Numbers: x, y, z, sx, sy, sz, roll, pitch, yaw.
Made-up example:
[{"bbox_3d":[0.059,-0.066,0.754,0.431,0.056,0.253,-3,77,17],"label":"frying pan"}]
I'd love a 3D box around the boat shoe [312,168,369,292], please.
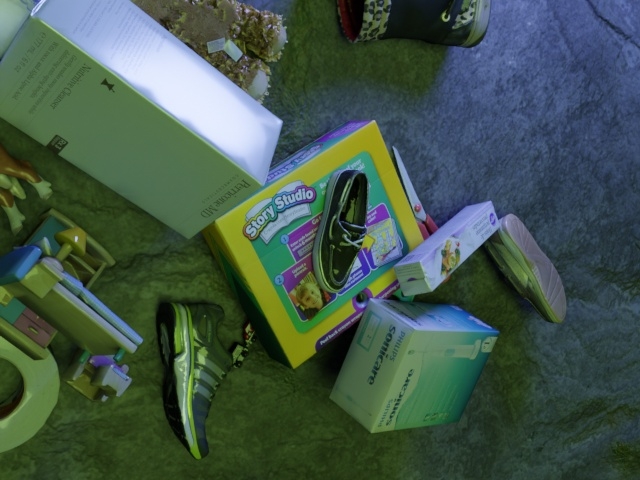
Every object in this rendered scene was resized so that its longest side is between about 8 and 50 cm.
[{"bbox_3d":[0.040,-0.015,1.240,0.077,0.070,0.220,5,93,-31],"label":"boat shoe"}]

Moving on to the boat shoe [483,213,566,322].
[{"bbox_3d":[0.446,0.068,1.574,0.285,0.092,0.103,52,45,-21],"label":"boat shoe"}]

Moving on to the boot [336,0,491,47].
[{"bbox_3d":[0.169,-0.538,1.304,0.284,0.138,0.378,-11,110,-24],"label":"boot"}]

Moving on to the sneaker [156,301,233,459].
[{"bbox_3d":[-0.213,0.250,1.284,0.121,0.111,0.300,-9,106,-28],"label":"sneaker"}]

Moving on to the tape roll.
[{"bbox_3d":[-0.533,0.226,1.141,0.219,0.072,0.219,-5,101,-24],"label":"tape roll"}]

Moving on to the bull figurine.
[{"bbox_3d":[-0.535,-0.035,1.014,0.188,0.101,0.310,41,53,-18],"label":"bull figurine"}]

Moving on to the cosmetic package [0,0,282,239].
[{"bbox_3d":[-0.274,-0.193,1.082,0.385,0.217,0.156,36,45,-23],"label":"cosmetic package"}]

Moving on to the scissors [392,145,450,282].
[{"bbox_3d":[0.197,-0.045,1.458,0.109,0.021,0.297,-41,109,-13],"label":"scissors"}]

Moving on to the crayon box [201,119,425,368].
[{"bbox_3d":[0.000,0.000,1.323,0.362,0.106,0.313,-34,112,-23],"label":"crayon box"}]

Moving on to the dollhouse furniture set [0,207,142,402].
[{"bbox_3d":[-0.321,0.078,1.053,0.286,0.303,0.198,46,54,-26],"label":"dollhouse furniture set"}]

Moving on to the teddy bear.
[{"bbox_3d":[-0.202,-0.353,1.183,0.337,0.113,0.245,2,106,-34],"label":"teddy bear"}]

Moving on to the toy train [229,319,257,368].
[{"bbox_3d":[-0.129,0.167,1.352,0.036,0.027,0.158,33,84,-17],"label":"toy train"}]

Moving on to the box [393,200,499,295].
[{"bbox_3d":[0.253,0.010,1.395,0.324,0.067,0.063,-34,107,-48],"label":"box"}]

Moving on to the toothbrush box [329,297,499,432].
[{"bbox_3d":[0.188,0.241,1.399,0.295,0.126,0.217,7,108,-46],"label":"toothbrush box"}]

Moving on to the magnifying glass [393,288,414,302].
[{"bbox_3d":[0.181,0.101,1.489,0.231,0.026,0.092,-45,115,-14],"label":"magnifying glass"}]

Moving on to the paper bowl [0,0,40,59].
[{"bbox_3d":[-0.495,-0.356,0.936,0.148,0.284,0.284,31,85,-2],"label":"paper bowl"}]
